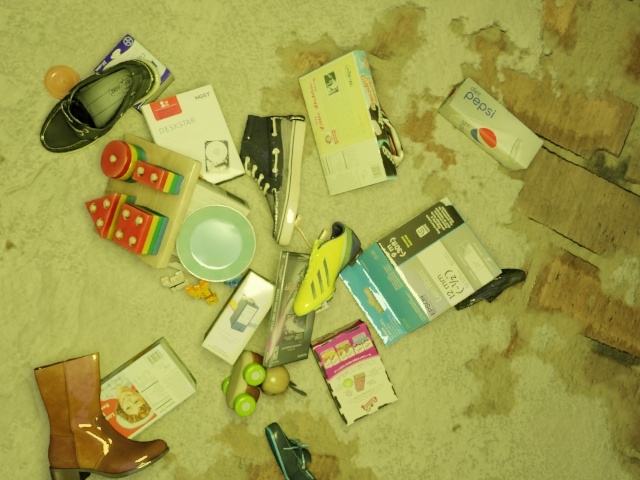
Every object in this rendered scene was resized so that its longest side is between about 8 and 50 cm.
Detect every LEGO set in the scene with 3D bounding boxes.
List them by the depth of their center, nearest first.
[{"bbox_3d":[-0.271,0.106,1.320,0.227,0.093,0.087,-23,53,-6],"label":"LEGO set"}]

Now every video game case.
[{"bbox_3d":[-0.063,0.167,1.290,0.026,0.196,0.274,10,90,26],"label":"video game case"}]

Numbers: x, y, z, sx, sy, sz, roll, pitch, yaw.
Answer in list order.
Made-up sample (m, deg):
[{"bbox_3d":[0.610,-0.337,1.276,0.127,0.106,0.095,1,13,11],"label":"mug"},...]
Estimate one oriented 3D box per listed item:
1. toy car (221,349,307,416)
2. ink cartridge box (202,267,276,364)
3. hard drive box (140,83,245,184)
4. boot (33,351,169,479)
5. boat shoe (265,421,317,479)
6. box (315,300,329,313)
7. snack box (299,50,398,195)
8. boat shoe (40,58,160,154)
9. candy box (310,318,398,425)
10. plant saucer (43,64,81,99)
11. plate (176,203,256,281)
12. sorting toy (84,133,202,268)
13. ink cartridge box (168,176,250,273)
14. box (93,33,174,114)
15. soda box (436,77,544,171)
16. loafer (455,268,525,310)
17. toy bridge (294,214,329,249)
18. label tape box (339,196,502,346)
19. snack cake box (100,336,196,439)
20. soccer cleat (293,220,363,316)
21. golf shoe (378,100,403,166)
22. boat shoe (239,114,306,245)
[{"bbox_3d":[-0.134,0.368,1.326,0.188,0.155,0.148,18,88,-24],"label":"toy car"},{"bbox_3d":[-0.196,0.181,1.297,0.093,0.154,0.212,36,86,-8],"label":"ink cartridge box"},{"bbox_3d":[-0.314,-0.242,1.298,0.181,0.089,0.232,-23,95,-10],"label":"hard drive box"},{"bbox_3d":[-0.500,0.397,1.204,0.264,0.096,0.280,-9,87,-2],"label":"boot"},{"bbox_3d":[-0.067,0.574,1.372,0.089,0.109,0.258,-27,113,-16],"label":"boat shoe"},{"bbox_3d":[-0.041,0.165,1.393,0.136,0.028,0.081,-26,96,-8],"label":"box"},{"bbox_3d":[0.068,-0.290,1.327,0.060,0.187,0.321,-20,97,-48],"label":"snack box"},{"bbox_3d":[-0.527,-0.301,1.195,0.340,0.113,0.127,-24,103,12],"label":"boat shoe"},{"bbox_3d":[0.088,0.351,1.400,0.159,0.071,0.233,-23,95,-10],"label":"candy box"},{"bbox_3d":[-0.629,-0.386,1.270,0.084,0.013,0.083,0,92,-12],"label":"plant saucer"},{"bbox_3d":[-0.249,0.006,1.252,0.188,0.024,0.188,-1,98,-10],"label":"plate"},{"bbox_3d":[-0.426,-0.100,1.190,0.255,0.089,0.257,23,96,30],"label":"sorting toy"},{"bbox_3d":[-0.316,-0.038,1.279,0.189,0.066,0.232,27,114,-38],"label":"ink cartridge box"},{"bbox_3d":[-0.452,-0.404,1.275,0.137,0.072,0.126,41,84,-10],"label":"box"},{"bbox_3d":[0.472,-0.317,1.450,0.286,0.091,0.098,37,85,-10],"label":"soda box"},{"bbox_3d":[0.473,0.136,1.473,0.223,0.076,0.078,-17,100,-6],"label":"loafer"},{"bbox_3d":[0.000,0.000,1.397,0.188,0.026,0.063,29,86,-10],"label":"toy bridge"},{"bbox_3d":[0.257,0.083,1.379,0.348,0.115,0.249,-32,81,-10],"label":"label tape box"},{"bbox_3d":[-0.457,0.381,1.284,0.264,0.089,0.152,-35,99,-8],"label":"snack cake box"},{"bbox_3d":[0.001,0.067,1.292,0.121,0.093,0.289,51,51,-16],"label":"soccer cleat"},{"bbox_3d":[0.142,-0.315,1.373,0.105,0.120,0.272,-34,96,-7],"label":"golf shoe"},{"bbox_3d":[-0.132,-0.159,1.324,0.158,0.127,0.340,6,79,-7],"label":"boat shoe"}]
